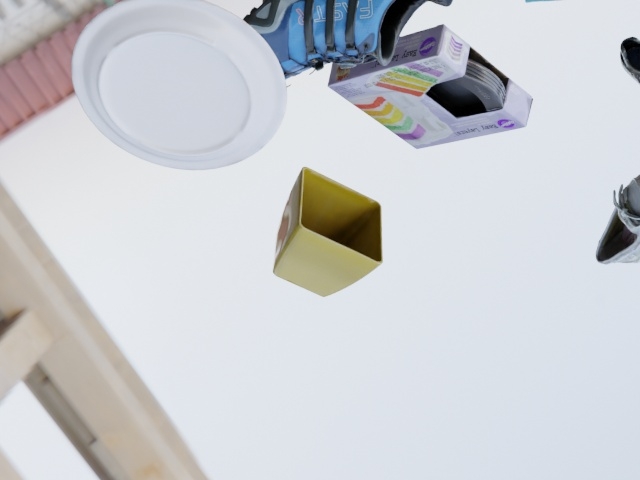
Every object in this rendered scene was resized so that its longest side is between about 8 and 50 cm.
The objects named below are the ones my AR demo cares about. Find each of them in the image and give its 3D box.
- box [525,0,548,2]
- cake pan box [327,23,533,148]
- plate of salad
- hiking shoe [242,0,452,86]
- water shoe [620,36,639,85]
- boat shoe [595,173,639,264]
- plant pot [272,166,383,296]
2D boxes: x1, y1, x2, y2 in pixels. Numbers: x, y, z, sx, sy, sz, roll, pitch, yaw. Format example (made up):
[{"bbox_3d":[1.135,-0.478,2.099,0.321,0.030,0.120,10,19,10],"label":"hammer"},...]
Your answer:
[{"bbox_3d":[0.498,-0.546,2.172,0.100,0.060,0.244,3,-152,32],"label":"box"},{"bbox_3d":[0.187,-0.252,1.803,0.266,0.245,0.070,-6,-117,46],"label":"cake pan box"},{"bbox_3d":[-0.129,-0.146,0.990,0.199,0.200,0.048,-23,-143,27],"label":"plate of salad"},{"bbox_3d":[0.014,-0.235,1.190,0.304,0.132,0.113,-39,167,28],"label":"hiking shoe"},{"bbox_3d":[0.611,-0.286,1.919,0.073,0.203,0.080,-49,153,8],"label":"water shoe"},{"bbox_3d":[0.615,-0.034,2.113,0.103,0.118,0.320,-15,158,-1],"label":"boat shoe"},{"bbox_3d":[0.000,0.000,2.414,0.187,0.212,0.212,-51,-156,35],"label":"plant pot"}]
